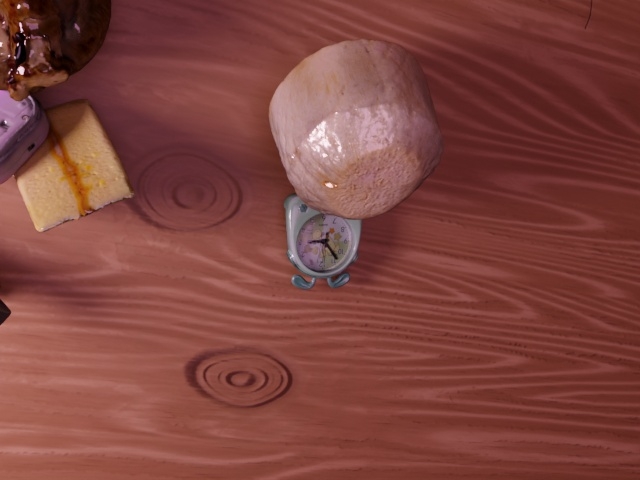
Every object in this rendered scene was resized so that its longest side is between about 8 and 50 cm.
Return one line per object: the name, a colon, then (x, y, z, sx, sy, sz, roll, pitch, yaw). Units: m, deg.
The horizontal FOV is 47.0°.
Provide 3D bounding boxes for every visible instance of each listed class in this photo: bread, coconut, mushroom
bread: (-0.402, -0.128, 1.158, 0.167, 0.264, 0.163, -25, 108, -18)
coconut: (0.061, -0.206, 1.287, 0.328, 0.329, 0.329, -3, 100, -17)
mushroom: (-0.453, -0.335, 1.117, 0.263, 0.283, 0.195, -4, 144, -20)

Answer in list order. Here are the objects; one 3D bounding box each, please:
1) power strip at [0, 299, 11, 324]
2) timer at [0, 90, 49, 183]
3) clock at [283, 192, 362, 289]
power strip: (-0.586, 0.066, 1.195, 0.215, 0.145, 0.061, 42, 85, 17)
timer: (-0.540, -0.170, 1.135, 0.208, 0.069, 0.191, 19, 56, 14)
clock: (0.000, 0.000, 1.410, 0.148, 0.060, 0.189, 1, 100, -18)
